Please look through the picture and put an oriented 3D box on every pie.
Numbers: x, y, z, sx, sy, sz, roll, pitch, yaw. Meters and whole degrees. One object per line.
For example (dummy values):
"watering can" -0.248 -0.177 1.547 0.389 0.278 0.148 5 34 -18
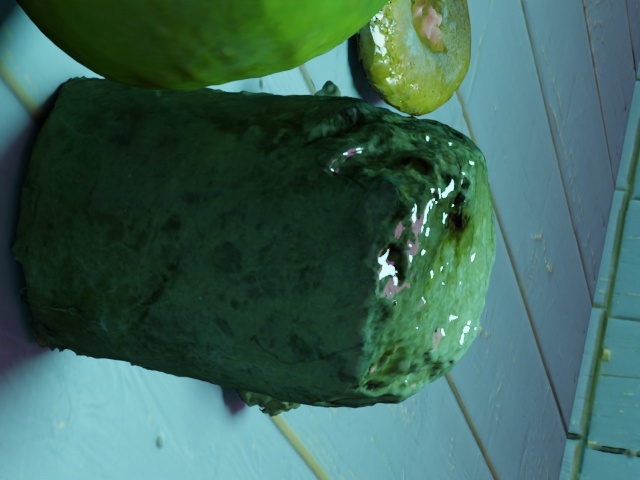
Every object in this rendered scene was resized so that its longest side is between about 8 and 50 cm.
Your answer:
"pie" 0.098 -0.261 1.772 0.273 0.069 0.273 -4 90 -68

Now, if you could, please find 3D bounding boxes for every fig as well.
"fig" -0.085 -0.237 0.948 0.326 0.258 0.258 58 39 -35

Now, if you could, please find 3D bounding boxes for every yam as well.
"yam" -0.044 0.000 1.089 0.195 0.300 0.195 -24 118 -58

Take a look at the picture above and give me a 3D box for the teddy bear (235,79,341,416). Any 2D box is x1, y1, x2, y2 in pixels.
"teddy bear" 0.000 0.000 1.442 0.267 0.156 0.256 62 38 -59
